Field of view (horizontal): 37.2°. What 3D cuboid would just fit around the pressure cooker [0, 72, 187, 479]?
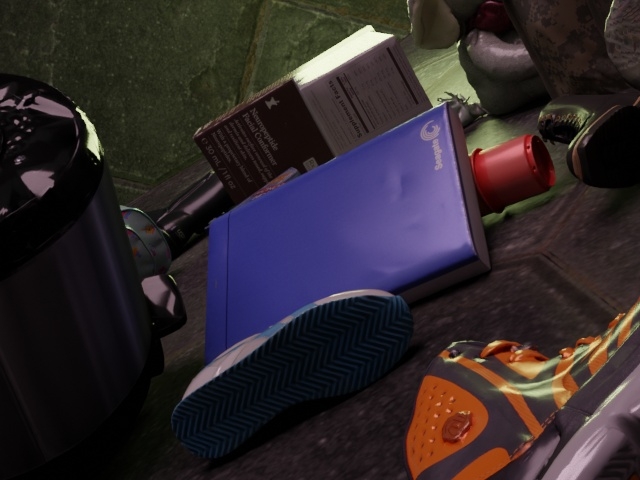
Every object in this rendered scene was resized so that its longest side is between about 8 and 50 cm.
[{"bbox_3d":[-0.376,0.080,1.017,0.370,0.420,0.375,11,43,21],"label":"pressure cooker"}]

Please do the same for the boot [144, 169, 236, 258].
[{"bbox_3d":[-0.279,-0.056,1.930,0.207,0.094,0.246,-40,23,-20],"label":"boot"}]

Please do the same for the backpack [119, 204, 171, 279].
[{"bbox_3d":[-0.355,0.031,1.638,0.188,0.166,0.144,-41,18,-26],"label":"backpack"}]

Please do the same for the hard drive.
[{"bbox_3d":[0.014,0.002,1.009,0.318,0.040,0.210,-25,46,24],"label":"hard drive"}]

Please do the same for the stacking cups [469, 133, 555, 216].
[{"bbox_3d":[0.102,-0.042,1.060,0.316,0.096,0.096,-23,15,30],"label":"stacking cups"}]

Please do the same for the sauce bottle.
[{"bbox_3d":[0.345,-0.181,0.854,0.111,0.111,0.344,-24,-4,29],"label":"sauce bottle"}]

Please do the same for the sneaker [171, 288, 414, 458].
[{"bbox_3d":[-0.026,0.103,0.842,0.228,0.087,0.092,-27,12,9],"label":"sneaker"}]

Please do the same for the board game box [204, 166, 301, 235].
[{"bbox_3d":[-0.064,-0.063,1.573,0.194,0.060,0.194,-15,22,50],"label":"board game box"}]

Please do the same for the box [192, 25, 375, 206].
[{"bbox_3d":[-0.022,-0.214,1.751,0.381,0.191,0.143,-31,14,7],"label":"box"}]

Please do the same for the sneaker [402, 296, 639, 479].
[{"bbox_3d":[0.158,0.062,0.507,0.321,0.124,0.180,-37,16,-23],"label":"sneaker"}]

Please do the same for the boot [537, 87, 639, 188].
[{"bbox_3d":[0.254,-0.100,0.932,0.137,0.077,0.198,4,21,42],"label":"boot"}]

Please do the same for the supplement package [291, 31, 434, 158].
[{"bbox_3d":[0.073,-0.172,1.353,0.145,0.204,0.262,-29,14,4],"label":"supplement package"}]

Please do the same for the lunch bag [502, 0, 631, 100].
[{"bbox_3d":[0.346,-0.328,1.149,0.235,0.287,0.169,-37,15,-21],"label":"lunch bag"}]

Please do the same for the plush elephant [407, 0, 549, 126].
[{"bbox_3d":[0.262,-0.335,1.415,0.330,0.255,0.272,-25,15,25],"label":"plush elephant"}]
